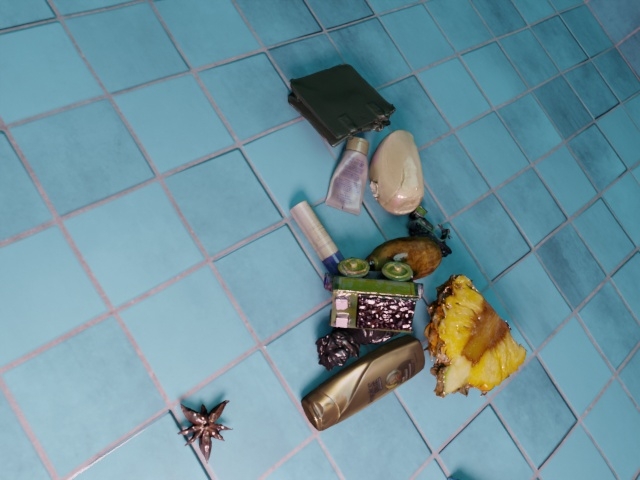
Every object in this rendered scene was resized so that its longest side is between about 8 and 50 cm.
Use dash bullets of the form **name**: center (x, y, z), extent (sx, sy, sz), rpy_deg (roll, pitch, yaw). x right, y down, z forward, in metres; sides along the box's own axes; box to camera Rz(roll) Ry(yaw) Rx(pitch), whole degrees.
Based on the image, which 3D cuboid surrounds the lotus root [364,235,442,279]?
- **lotus root**: center (0.225, 0.054, 1.383), extent (0.260, 0.145, 0.128), rpy_deg (-10, 69, -29)

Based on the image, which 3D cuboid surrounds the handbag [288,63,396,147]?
- **handbag**: center (0.061, -0.407, 1.474), extent (0.247, 0.079, 0.260), rpy_deg (-29, 67, -30)

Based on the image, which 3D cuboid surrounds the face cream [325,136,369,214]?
- **face cream**: center (0.087, -0.194, 1.469), extent (0.114, 0.070, 0.224), rpy_deg (17, 78, -17)

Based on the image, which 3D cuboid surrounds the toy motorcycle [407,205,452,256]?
- **toy motorcycle**: center (0.342, -0.024, 1.515), extent (0.173, 0.058, 0.100), rpy_deg (39, 55, -5)

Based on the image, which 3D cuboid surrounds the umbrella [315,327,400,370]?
- **umbrella**: center (0.105, 0.238, 1.290), extent (0.272, 0.122, 0.110), rpy_deg (-24, 126, -33)

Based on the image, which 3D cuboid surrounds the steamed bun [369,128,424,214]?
- **steamed bun**: center (0.214, -0.201, 1.467), extent (0.152, 0.170, 0.239), rpy_deg (-10, 75, -7)

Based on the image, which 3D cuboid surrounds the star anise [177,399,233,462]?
- **star anise**: center (-0.252, 0.423, 1.085), extent (0.124, 0.056, 0.129), rpy_deg (3, 70, -24)

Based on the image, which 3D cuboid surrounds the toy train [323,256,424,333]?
- **toy train**: center (0.135, 0.139, 1.243), extent (0.261, 0.134, 0.177), rpy_deg (4, 33, 2)

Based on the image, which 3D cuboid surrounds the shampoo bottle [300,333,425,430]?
- **shampoo bottle**: center (0.114, 0.359, 1.252), extent (0.350, 0.084, 0.125), rpy_deg (-21, 113, -29)

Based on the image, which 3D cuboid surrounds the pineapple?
- **pineapple**: center (0.347, 0.290, 1.347), extent (0.286, 0.209, 0.344), rpy_deg (-46, 105, -19)

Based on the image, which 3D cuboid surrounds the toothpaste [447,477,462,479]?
- **toothpaste**: center (0.447, 0.710, 1.292), extent (0.266, 0.065, 0.050), rpy_deg (34, 61, -10)

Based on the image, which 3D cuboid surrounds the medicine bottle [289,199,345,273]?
- **medicine bottle**: center (0.000, 0.000, 1.350), extent (0.059, 0.059, 0.231), rpy_deg (-31, 86, -30)
